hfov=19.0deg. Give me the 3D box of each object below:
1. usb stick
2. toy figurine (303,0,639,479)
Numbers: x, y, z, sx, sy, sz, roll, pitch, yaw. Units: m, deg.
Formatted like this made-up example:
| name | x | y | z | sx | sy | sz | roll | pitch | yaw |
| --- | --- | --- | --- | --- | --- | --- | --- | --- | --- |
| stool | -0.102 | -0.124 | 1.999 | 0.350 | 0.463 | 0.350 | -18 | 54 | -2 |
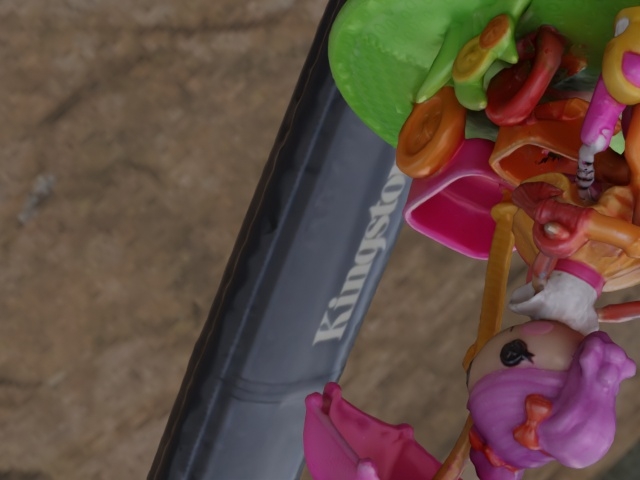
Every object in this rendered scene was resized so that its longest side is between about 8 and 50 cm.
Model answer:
| name | x | y | z | sx | sy | sz | roll | pitch | yaw |
| --- | --- | --- | --- | --- | --- | --- | --- | --- | --- |
| usb stick | 0.000 | 0.000 | 0.774 | 0.077 | 0.045 | 0.278 | -1 | 122 | -43 |
| toy figurine | 0.059 | 0.017 | 0.506 | 0.130 | 0.159 | 0.173 | 27 | 152 | -23 |
